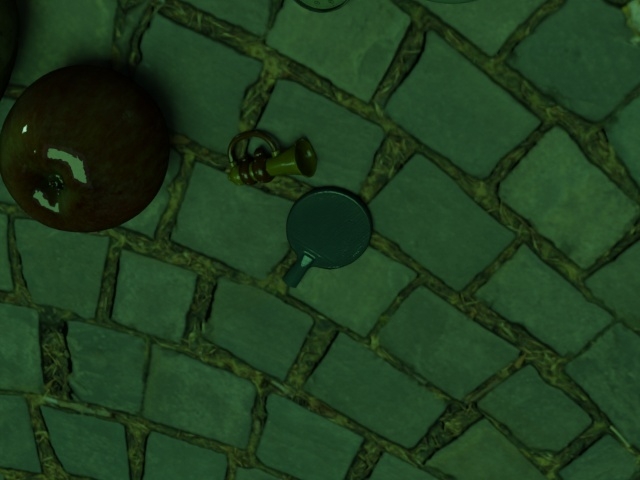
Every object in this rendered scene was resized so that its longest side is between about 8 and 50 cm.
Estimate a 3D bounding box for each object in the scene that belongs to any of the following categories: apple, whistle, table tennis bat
[{"bbox_3d":[-0.267,-0.100,1.635,0.188,0.174,0.188,10,124,15],"label":"apple"},{"bbox_3d":[-0.065,-0.092,1.660,0.109,0.046,0.057,-7,135,28],"label":"whistle"},{"bbox_3d":[0.000,0.000,1.714,0.100,0.019,0.155,31,124,-5],"label":"table tennis bat"}]

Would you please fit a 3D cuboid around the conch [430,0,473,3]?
[{"bbox_3d":[0.112,-0.333,1.413,0.221,0.121,0.185,29,97,3],"label":"conch"}]

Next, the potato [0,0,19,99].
[{"bbox_3d":[-0.425,-0.208,1.628,0.165,0.165,0.262,36,129,-8],"label":"potato"}]

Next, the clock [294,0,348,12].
[{"bbox_3d":[0.000,-0.280,1.528,0.085,0.017,0.085,8,125,12],"label":"clock"}]
